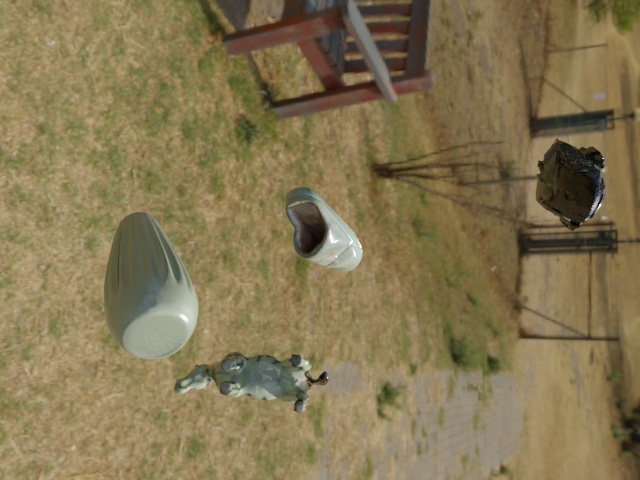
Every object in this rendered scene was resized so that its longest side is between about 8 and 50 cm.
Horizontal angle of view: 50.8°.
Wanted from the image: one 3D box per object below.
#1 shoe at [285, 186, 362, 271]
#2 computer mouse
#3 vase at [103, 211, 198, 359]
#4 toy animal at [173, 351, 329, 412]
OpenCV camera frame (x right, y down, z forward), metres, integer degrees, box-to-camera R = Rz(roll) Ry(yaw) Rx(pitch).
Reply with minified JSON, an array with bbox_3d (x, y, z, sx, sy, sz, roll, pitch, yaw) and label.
[{"bbox_3d":[0.000,0.000,1.405,0.251,0.103,0.100,53,44,-36],"label":"shoe"},{"bbox_3d":[0.434,-0.111,1.211,0.242,0.077,0.147,-92,-158,-67],"label":"computer mouse"},{"bbox_3d":[-0.257,0.053,0.992,0.128,0.128,0.248,61,2,-43],"label":"vase"},{"bbox_3d":[-0.119,0.213,1.056,0.170,0.254,0.090,33,63,-72],"label":"toy animal"}]
